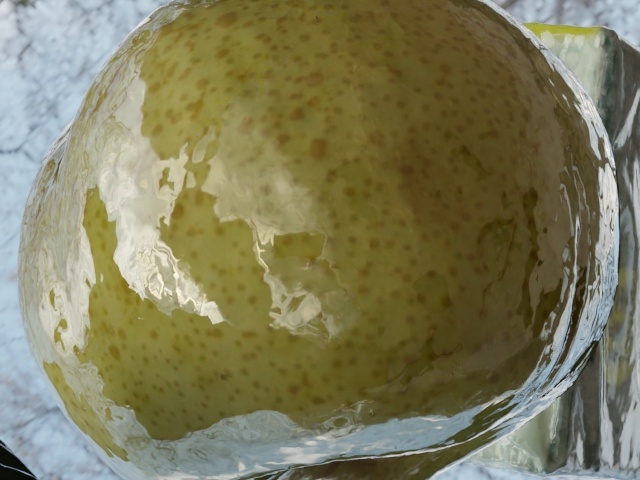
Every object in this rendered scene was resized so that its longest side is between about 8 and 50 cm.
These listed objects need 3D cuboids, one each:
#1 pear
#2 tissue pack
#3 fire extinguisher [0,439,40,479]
[{"bbox_3d":[0.000,0.000,0.453,0.167,0.167,0.137,4,-115,-37],"label":"pear"},{"bbox_3d":[0.139,0.019,0.791,0.257,0.081,0.185,17,-99,-58],"label":"tissue pack"},{"bbox_3d":[-0.020,0.126,0.276,0.095,0.311,0.114,16,-79,-40],"label":"fire extinguisher"}]
